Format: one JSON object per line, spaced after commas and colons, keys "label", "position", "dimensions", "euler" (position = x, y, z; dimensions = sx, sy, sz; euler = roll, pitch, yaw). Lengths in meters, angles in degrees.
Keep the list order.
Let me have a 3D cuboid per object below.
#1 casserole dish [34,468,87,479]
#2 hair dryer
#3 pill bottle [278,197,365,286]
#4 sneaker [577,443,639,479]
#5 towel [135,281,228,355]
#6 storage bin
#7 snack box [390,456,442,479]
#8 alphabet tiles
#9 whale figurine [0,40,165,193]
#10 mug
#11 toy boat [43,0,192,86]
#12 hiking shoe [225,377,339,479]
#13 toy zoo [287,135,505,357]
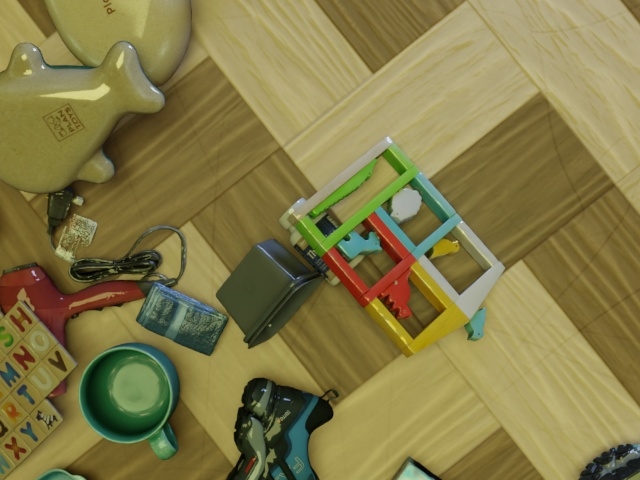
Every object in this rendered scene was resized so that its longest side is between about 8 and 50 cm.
{"label": "casserole dish", "position": [-0.388, 0.403, 1.514], "dimensions": [0.188, 0.037, 0.114], "euler": [-44, 88, 2]}
{"label": "hair dryer", "position": [-0.337, 0.083, 1.496], "dimensions": [0.223, 0.080, 0.294], "euler": [25, 91, 2]}
{"label": "pill bottle", "position": [0.000, 0.000, 1.486], "dimensions": [0.067, 0.067, 0.120], "euler": [-44, 87, 1]}
{"label": "sneaker", "position": [0.493, 0.307, 1.453], "dimensions": [0.283, 0.110, 0.122], "euler": [-28, 105, 5]}
{"label": "towel", "position": [-0.192, 0.111, 1.501], "dimensions": [0.119, 0.029, 0.067], "euler": [26, 92, -10]}
{"label": "storage bin", "position": [-0.072, 0.065, 1.475], "dimensions": [0.091, 0.098, 0.135], "euler": [47, 117, 13]}
{"label": "snack box", "position": [0.196, 0.468, 1.471], "dimensions": [0.322, 0.060, 0.187], "euler": [36, 91, 3]}
{"label": "alphabet tiles", "position": [-0.441, 0.196, 1.488], "dimensions": [0.198, 0.009, 0.237], "euler": [48, 115, 3]}
{"label": "whale figurine", "position": [-0.337, -0.179, 1.452], "dimensions": [0.272, 0.141, 0.216], "euler": [-25, 111, 18]}
{"label": "mug", "position": [-0.258, 0.219, 1.479], "dimensions": [0.129, 0.097, 0.158], "euler": [-1, 91, 1]}
{"label": "toy boat", "position": [-0.219, -0.359, 1.474], "dimensions": [0.318, 0.148, 0.268], "euler": [-21, 102, 7]}
{"label": "hiking shoe", "position": [-0.066, 0.344, 1.463], "dimensions": [0.132, 0.113, 0.304], "euler": [12, 97, -8]}
{"label": "toy zoo", "position": [0.120, 0.022, 1.460], "dimensions": [0.192, 0.030, 0.293], "euler": [-39, 87, -24]}
